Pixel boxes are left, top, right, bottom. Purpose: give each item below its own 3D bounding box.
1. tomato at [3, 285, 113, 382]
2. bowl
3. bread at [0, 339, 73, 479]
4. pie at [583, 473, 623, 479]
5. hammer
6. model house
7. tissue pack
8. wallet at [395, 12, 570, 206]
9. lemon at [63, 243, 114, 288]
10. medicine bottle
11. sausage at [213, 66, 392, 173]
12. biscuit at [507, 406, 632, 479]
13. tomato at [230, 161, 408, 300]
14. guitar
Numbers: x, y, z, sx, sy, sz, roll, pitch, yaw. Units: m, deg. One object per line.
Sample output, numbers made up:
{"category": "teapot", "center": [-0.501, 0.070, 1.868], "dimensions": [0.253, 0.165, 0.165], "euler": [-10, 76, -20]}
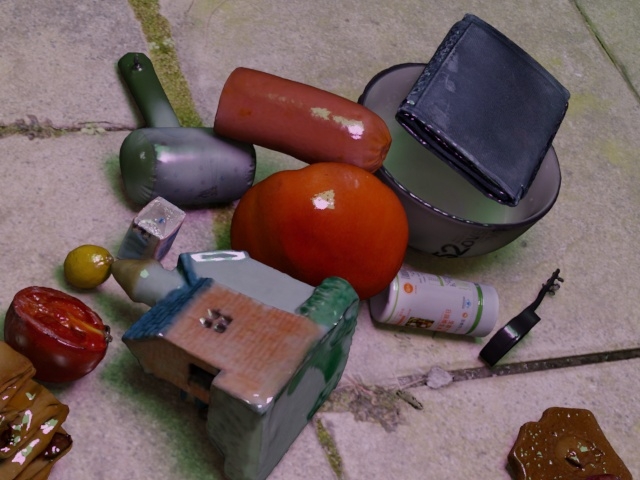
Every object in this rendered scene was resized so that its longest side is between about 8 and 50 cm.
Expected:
{"category": "tomato", "center": [-0.348, 0.131, 1.604], "dimensions": [0.139, 0.091, 0.159], "euler": [24, 17, -19]}
{"category": "bowl", "center": [0.191, -0.103, 2.011], "dimensions": [0.354, 0.185, 0.354], "euler": [14, 47, -16]}
{"category": "bread", "center": [-0.494, 0.186, 1.409], "dimensions": [0.370, 0.191, 0.314], "euler": [35, 46, 7]}
{"category": "pie", "center": [0.414, 0.406, 1.761], "dimensions": [0.154, 0.038, 0.153], "euler": [11, 68, -28]}
{"category": "hammer", "center": [-0.241, -0.190, 1.931], "dimensions": [0.206, 0.119, 0.335], "euler": [-3, 48, -32]}
{"category": "model house", "center": [-0.150, 0.129, 1.671], "dimensions": [0.325, 0.194, 0.267], "euler": [27, 46, 16]}
{"category": "tissue pack", "center": [-0.241, -0.007, 1.771], "dimensions": [0.059, 0.094, 0.074], "euler": [36, 46, 4]}
{"category": "wallet", "center": [0.260, -0.206, 1.957], "dimensions": [0.237, 0.075, 0.342], "euler": [36, 43, -3]}
{"category": "lemon", "center": [-0.319, 0.035, 1.710], "dimensions": [0.062, 0.083, 0.062], "euler": [38, 42, -45]}
{"category": "medicine bottle", "center": [0.174, 0.096, 1.902], "dimensions": [0.183, 0.086, 0.086], "euler": [10, 49, -19]}
{"category": "sausage", "center": [-0.023, -0.173, 1.826], "dimensions": [0.259, 0.113, 0.113], "euler": [18, 45, 6]}
{"category": "biscuit", "center": [0.353, 0.340, 1.814], "dimensions": [0.215, 0.034, 0.182], "euler": [-20, 71, -36]}
{"category": "tomato", "center": [-0.003, 0.001, 1.796], "dimensions": [0.260, 0.260, 0.180], "euler": [12, 61, -18]}
{"category": "guitar", "center": [0.336, 0.117, 1.986], "dimensions": [0.038, 0.084, 0.271], "euler": [44, 40, 8]}
